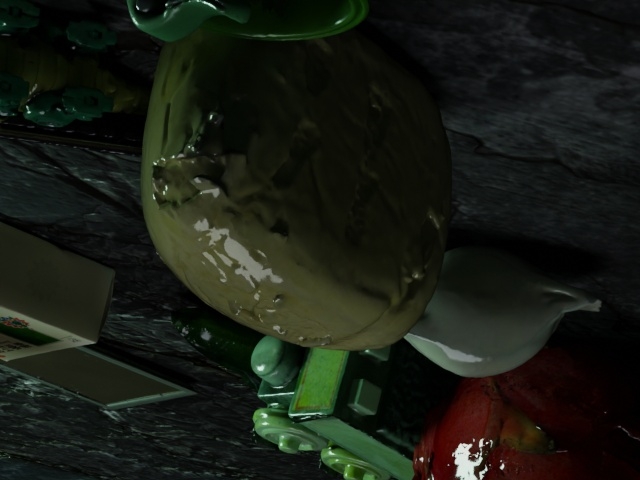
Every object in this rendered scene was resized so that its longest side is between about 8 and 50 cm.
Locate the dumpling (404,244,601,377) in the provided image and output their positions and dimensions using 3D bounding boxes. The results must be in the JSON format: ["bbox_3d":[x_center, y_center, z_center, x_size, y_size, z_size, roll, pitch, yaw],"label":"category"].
[{"bbox_3d":[0.145,0.066,1.460,0.229,0.124,0.151,1,180,-4],"label":"dumpling"}]

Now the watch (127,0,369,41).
[{"bbox_3d":[-0.029,-0.172,0.937,0.165,0.131,0.152,-11,160,43],"label":"watch"}]

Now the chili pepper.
[{"bbox_3d":[-0.103,0.125,1.816,0.108,0.062,0.216,-5,152,37],"label":"chili pepper"}]

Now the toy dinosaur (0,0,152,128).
[{"bbox_3d":[-0.205,-0.126,1.191,0.259,0.094,0.153,8,176,-29],"label":"toy dinosaur"}]

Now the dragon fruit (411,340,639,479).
[{"bbox_3d":[0.256,0.253,1.634,0.301,0.296,0.295,8,162,38],"label":"dragon fruit"}]

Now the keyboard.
[{"bbox_3d":[-0.205,-0.097,1.287,0.317,0.027,0.106,8,-166,9],"label":"keyboard"}]

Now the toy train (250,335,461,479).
[{"bbox_3d":[0.048,0.185,1.757,0.188,0.159,0.271,-9,146,45],"label":"toy train"}]

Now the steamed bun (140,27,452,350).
[{"bbox_3d":[-0.033,-0.042,1.113,0.166,0.232,0.273,-12,150,40],"label":"steamed bun"}]

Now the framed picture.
[{"bbox_3d":[-0.344,0.166,2.103,0.296,0.019,0.232,27,154,-34],"label":"framed picture"}]

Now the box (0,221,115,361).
[{"bbox_3d":[-0.360,0.061,1.739,0.168,0.095,0.212,23,157,-34],"label":"box"}]
